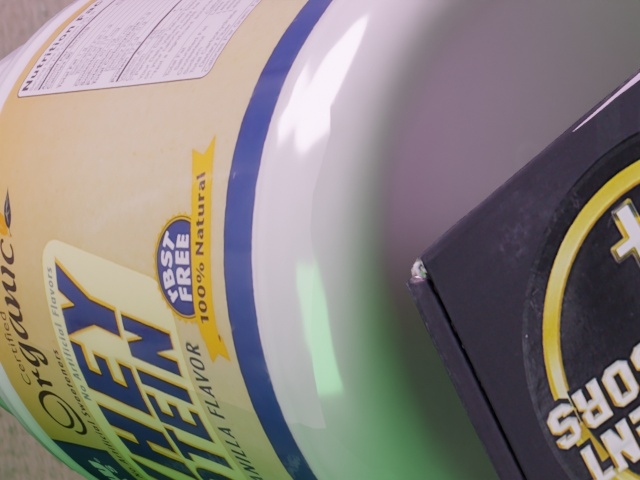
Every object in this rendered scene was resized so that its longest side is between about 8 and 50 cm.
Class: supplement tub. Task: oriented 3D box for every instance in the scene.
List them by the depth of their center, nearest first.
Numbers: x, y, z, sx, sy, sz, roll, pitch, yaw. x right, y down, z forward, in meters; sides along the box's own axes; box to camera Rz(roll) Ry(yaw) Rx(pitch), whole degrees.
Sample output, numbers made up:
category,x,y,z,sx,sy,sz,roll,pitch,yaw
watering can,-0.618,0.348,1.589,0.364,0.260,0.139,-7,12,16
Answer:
category,x,y,z,sx,sy,sz,roll,pitch,yaw
supplement tub,0.000,0.000,0.698,0.316,0.228,0.228,1,114,55

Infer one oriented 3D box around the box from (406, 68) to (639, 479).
category,x,y,z,sx,sy,sz,roll,pitch,yaw
box,0.230,0.028,0.360,0.395,0.097,0.318,-41,62,31
